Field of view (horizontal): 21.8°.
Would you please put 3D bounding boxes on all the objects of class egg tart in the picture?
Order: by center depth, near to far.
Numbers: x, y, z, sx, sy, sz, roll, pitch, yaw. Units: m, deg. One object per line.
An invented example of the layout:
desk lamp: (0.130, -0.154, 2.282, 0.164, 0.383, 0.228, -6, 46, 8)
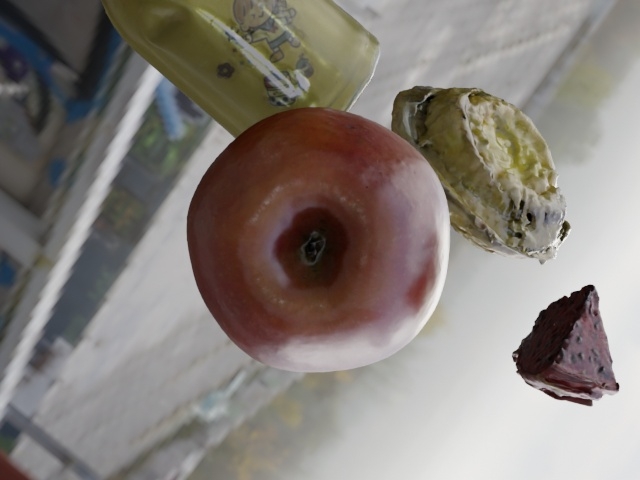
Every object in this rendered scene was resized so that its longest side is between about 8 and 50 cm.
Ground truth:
egg tart: (0.206, -0.094, 2.010, 0.095, 0.279, 0.279, -45, 177, 33)

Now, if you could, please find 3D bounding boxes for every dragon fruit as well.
dragon fruit: (0.198, 0.101, 1.348, 0.097, 0.063, 0.131, -58, -172, -25)

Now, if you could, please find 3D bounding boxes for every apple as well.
apple: (0.000, 0.000, 1.349, 0.218, 0.218, 0.201, -55, -179, 8)

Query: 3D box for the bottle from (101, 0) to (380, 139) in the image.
bottle: (-0.118, -0.241, 1.601, 0.171, 0.351, 0.171, -40, -158, 20)
